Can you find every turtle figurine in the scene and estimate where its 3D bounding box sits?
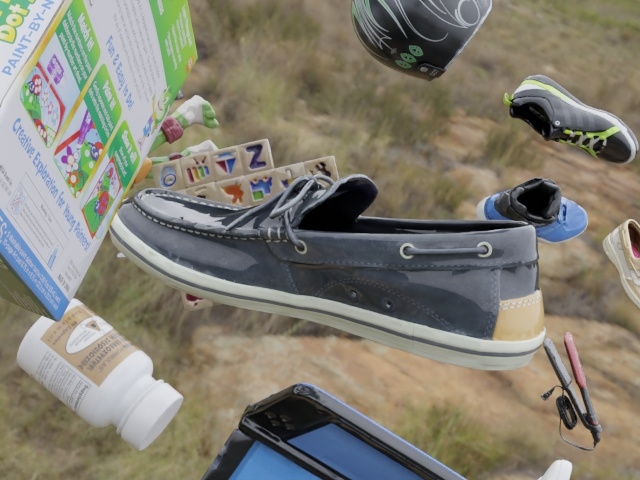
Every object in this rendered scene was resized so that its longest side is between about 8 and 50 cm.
[{"bbox_3d":[-0.267,-0.108,1.631,0.266,0.197,0.275,-28,7,-23],"label":"turtle figurine"}]

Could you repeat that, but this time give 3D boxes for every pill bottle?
[{"bbox_3d":[-0.324,0.202,1.535,0.229,0.131,0.131,37,14,9],"label":"pill bottle"}]

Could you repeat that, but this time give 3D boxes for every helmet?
[{"bbox_3d":[0.118,-0.301,1.327,0.162,0.169,0.169,37,11,-8],"label":"helmet"}]

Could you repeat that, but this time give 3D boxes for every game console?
[{"bbox_3d":[0.010,0.344,1.324,0.293,0.173,0.250,33,-32,-14],"label":"game console"}]

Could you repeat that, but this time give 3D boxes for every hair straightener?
[{"bbox_3d":[0.456,0.286,1.908,0.089,0.230,0.047,-17,9,29],"label":"hair straightener"}]

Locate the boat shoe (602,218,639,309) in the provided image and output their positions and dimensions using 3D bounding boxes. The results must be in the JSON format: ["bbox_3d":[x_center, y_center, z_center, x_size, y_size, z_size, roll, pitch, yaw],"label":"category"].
[{"bbox_3d":[0.444,0.040,1.404,0.063,0.059,0.170,3,44,-30],"label":"boat shoe"}]

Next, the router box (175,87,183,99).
[{"bbox_3d":[-0.294,-0.335,1.444,0.081,0.308,0.243,-8,10,14],"label":"router box"}]

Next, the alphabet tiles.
[{"bbox_3d":[-0.085,-0.027,1.337,0.237,0.198,0.009,-12,4,7],"label":"alphabet tiles"}]

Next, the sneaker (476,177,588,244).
[{"bbox_3d":[0.266,-0.034,1.201,0.152,0.058,0.085,8,-16,-24],"label":"sneaker"}]

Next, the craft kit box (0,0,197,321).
[{"bbox_3d":[-0.165,-0.095,0.684,0.061,0.246,0.250,24,-19,8],"label":"craft kit box"}]

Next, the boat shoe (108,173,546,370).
[{"bbox_3d":[0.000,0.000,1.097,0.500,0.155,0.187,13,16,24],"label":"boat shoe"}]

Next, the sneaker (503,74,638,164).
[{"bbox_3d":[0.409,-0.182,1.720,0.235,0.084,0.097,33,56,14],"label":"sneaker"}]

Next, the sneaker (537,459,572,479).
[{"bbox_3d":[0.399,0.553,2.098,0.123,0.290,0.106,33,0,10],"label":"sneaker"}]
